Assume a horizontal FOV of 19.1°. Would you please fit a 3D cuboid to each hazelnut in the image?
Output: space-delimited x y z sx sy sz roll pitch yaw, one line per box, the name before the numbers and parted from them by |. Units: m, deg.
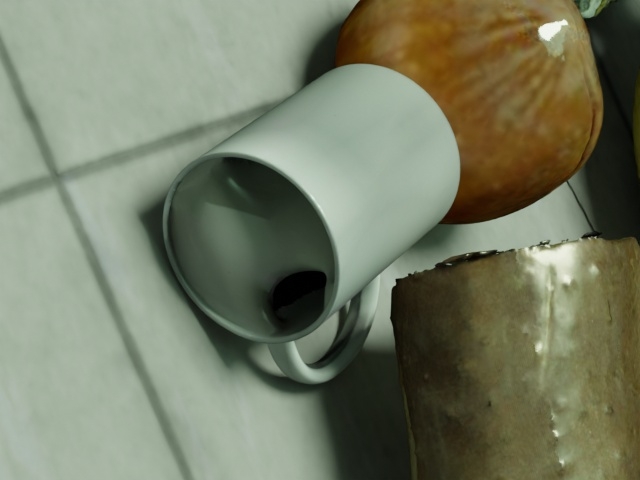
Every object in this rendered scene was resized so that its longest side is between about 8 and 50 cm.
hazelnut | 0.085 -0.088 1.032 0.150 0.150 0.150 24 56 -39

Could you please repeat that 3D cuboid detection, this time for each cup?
cup | -0.008 -0.007 0.945 0.099 0.136 0.133 33 38 14

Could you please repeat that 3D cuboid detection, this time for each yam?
yam | 0.106 0.119 0.940 0.128 0.129 0.238 90 -6 -89

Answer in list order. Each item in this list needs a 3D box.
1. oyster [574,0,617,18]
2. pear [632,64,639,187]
oyster | 0.188 -0.235 1.228 0.351 0.158 0.162 -22 123 -38
pear | 0.361 -0.066 1.184 0.348 0.348 0.348 24 56 -39
